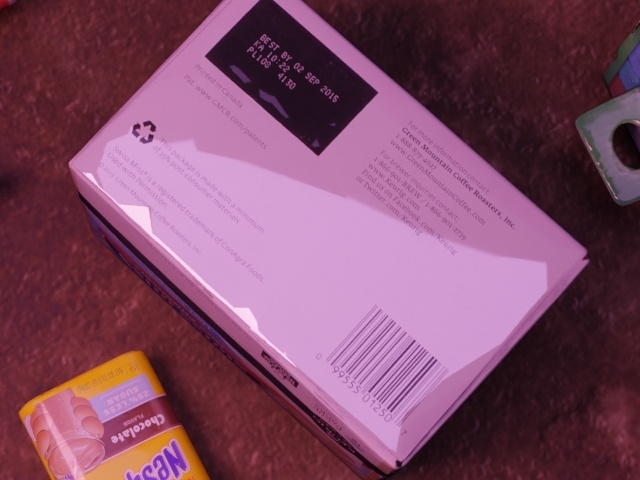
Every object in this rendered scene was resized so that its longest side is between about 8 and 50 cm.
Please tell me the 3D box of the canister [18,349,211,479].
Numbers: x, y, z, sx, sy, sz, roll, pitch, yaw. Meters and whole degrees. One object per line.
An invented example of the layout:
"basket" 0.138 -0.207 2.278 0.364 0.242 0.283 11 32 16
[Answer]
"canister" -0.162 0.191 1.337 0.126 0.073 0.170 -26 78 -13

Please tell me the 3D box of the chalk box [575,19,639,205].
"chalk box" 0.370 -0.127 1.400 0.289 0.179 0.180 -23 79 -10

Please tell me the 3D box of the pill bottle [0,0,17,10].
"pill bottle" -0.415 -0.222 1.369 0.283 0.161 0.161 -26 80 -10

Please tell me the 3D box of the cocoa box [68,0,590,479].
"cocoa box" 0.000 0.000 1.315 0.347 0.228 0.231 42 78 6
